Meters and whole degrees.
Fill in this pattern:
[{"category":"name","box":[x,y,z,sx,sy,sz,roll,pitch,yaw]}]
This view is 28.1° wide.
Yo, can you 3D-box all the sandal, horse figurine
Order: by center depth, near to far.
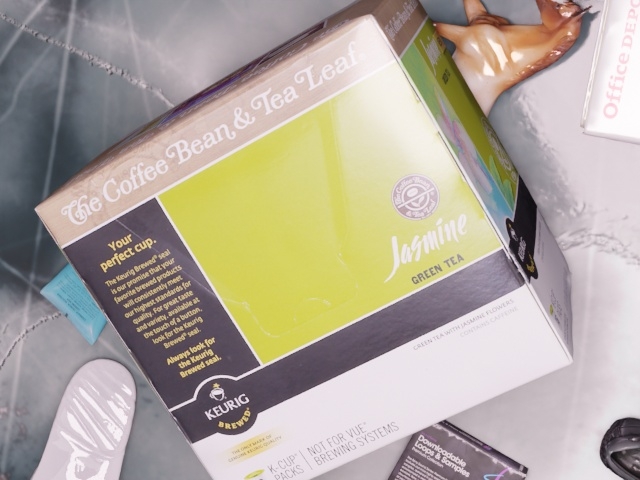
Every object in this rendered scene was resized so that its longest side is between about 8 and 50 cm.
[{"category":"horse figurine","box":[0.112,-0.148,1.194,0.174,0.066,0.263,36,105,14]},{"category":"sandal","box":[-0.256,0.257,1.358,0.102,0.076,0.265,20,82,-2]}]

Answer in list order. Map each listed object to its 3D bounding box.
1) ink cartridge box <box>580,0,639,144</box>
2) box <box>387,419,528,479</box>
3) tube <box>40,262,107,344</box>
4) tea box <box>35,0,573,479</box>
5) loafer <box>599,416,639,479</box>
[{"category":"ink cartridge box","box":[0.346,-0.150,1.111,0.213,0.093,0.154,12,100,12]},{"category":"box","box":[0.118,0.265,1.269,0.116,0.029,0.162,30,106,9]},{"category":"tube","box":[-0.209,0.012,1.320,0.080,0.052,0.207,46,112,11]},{"category":"tea box","box":[0.000,0.000,1.108,0.329,0.220,0.323,-27,103,18]},{"category":"loafer","box":[0.365,0.222,1.165,0.223,0.078,0.076,16,102,13]}]
